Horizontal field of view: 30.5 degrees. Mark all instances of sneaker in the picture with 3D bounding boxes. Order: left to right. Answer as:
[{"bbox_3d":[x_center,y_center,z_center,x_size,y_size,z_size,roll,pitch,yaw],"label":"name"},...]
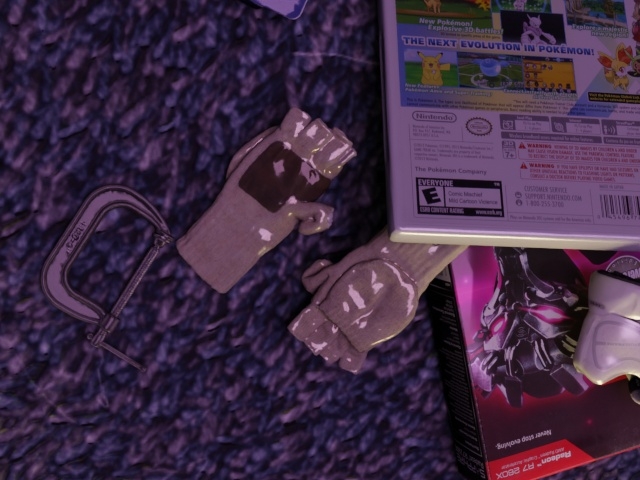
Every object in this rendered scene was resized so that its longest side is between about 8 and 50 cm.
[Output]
[{"bbox_3d":[0.385,0.125,1.213,0.292,0.110,0.118,20,92,-19],"label":"sneaker"}]

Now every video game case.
[{"bbox_3d":[0.223,-0.135,1.174,0.329,0.036,0.299,2,69,-9],"label":"video game case"}]

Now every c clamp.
[{"bbox_3d":[-0.201,0.031,1.167,0.137,0.022,0.160,27,90,-11],"label":"c clamp"}]

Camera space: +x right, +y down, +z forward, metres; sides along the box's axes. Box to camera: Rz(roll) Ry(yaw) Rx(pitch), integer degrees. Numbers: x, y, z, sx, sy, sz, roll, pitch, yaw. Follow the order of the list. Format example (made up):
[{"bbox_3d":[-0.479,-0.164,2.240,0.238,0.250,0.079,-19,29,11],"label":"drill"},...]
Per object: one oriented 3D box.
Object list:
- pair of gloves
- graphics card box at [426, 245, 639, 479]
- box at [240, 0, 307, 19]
[{"bbox_3d":[0.000,0.000,1.175,0.240,0.042,0.204,36,101,-2],"label":"pair of gloves"},{"bbox_3d":[0.235,0.061,1.252,0.233,0.094,0.370,-13,99,-15],"label":"graphics card box"},{"bbox_3d":[-0.099,-0.320,1.146,0.225,0.036,0.136,24,90,-15],"label":"box"}]
